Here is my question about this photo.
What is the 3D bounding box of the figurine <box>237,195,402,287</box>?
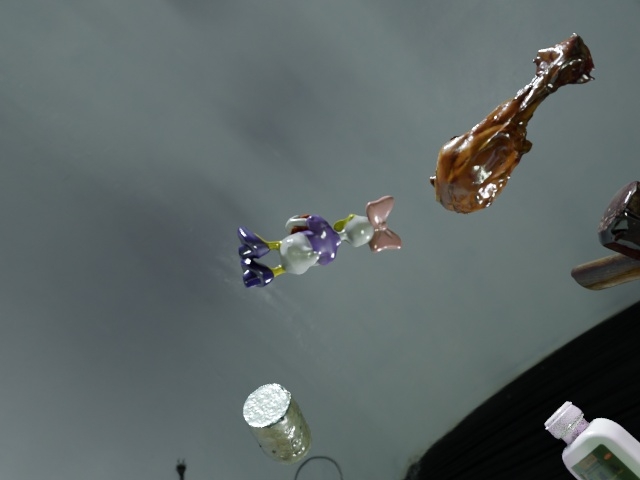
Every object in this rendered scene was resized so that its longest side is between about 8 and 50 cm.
[{"bbox_3d":[-0.006,0.001,1.305,0.193,0.420,0.154,20,-55,64],"label":"figurine"}]

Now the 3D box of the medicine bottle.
[{"bbox_3d":[0.477,0.369,0.851,0.078,0.115,0.219,-17,51,-41],"label":"medicine bottle"}]

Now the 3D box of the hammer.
[{"bbox_3d":[0.528,0.044,0.860,0.242,0.095,0.409,26,-10,10],"label":"hammer"}]

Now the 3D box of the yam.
[{"bbox_3d":[-0.083,0.355,1.005,0.194,0.107,0.107,75,-3,-48],"label":"yam"}]

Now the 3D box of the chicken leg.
[{"bbox_3d":[0.273,-0.171,0.751,0.113,0.304,0.093,43,11,29],"label":"chicken leg"}]
